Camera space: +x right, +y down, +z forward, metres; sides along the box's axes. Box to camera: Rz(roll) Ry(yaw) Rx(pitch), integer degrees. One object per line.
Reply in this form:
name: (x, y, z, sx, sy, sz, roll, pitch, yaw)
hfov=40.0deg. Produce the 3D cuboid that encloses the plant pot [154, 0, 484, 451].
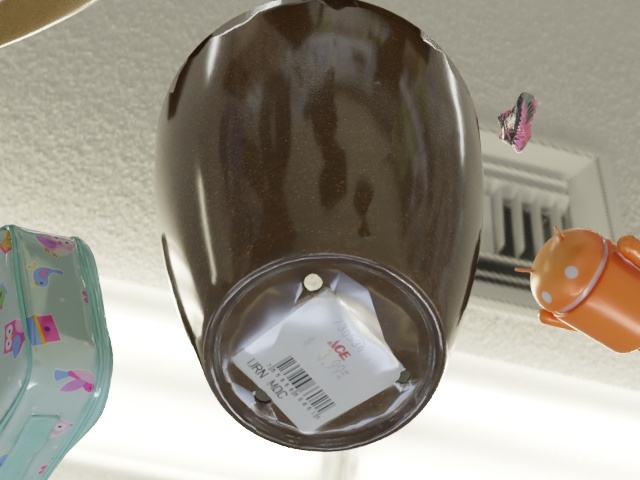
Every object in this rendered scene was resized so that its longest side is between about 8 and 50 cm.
plant pot: (0.000, 0.000, 0.483, 0.215, 0.215, 0.230, 12, -153, -7)

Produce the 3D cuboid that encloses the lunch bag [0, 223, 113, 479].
lunch bag: (-0.315, 0.143, 0.905, 0.107, 0.279, 0.224, 9, -138, -39)

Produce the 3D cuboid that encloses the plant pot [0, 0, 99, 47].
plant pot: (-0.422, -0.402, 1.266, 0.254, 0.237, 0.237, -43, -113, -1)

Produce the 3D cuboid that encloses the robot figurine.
robot figurine: (0.372, 0.067, 1.166, 0.219, 0.158, 0.128, 31, -100, -8)

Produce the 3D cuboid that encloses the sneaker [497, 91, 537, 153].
sneaker: (0.298, -0.187, 1.359, 0.057, 0.119, 0.047, 33, -117, 24)
